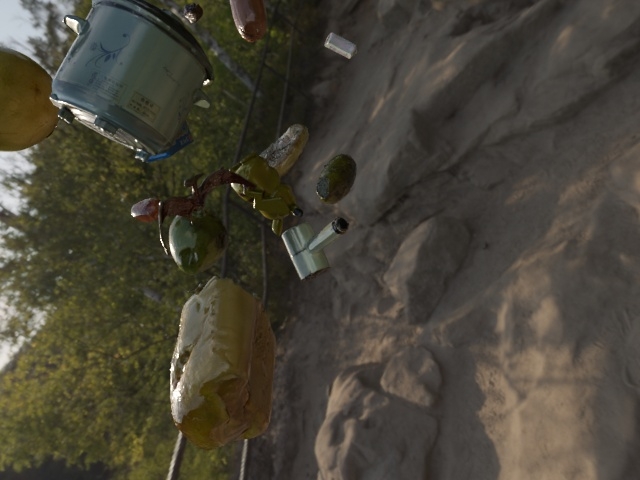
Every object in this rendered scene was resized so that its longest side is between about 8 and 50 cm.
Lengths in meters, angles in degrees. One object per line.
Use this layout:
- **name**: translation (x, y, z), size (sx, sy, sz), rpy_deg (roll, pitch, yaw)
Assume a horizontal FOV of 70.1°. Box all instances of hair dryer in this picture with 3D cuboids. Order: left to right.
- **hair dryer**: translation (0.000, 0.000, 1.654), size (0.128, 0.203, 0.362), rpy_deg (-17, -13, -35)

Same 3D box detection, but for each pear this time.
- **pear**: translation (-1.034, -0.453, 1.472), size (0.348, 0.348, 0.348), rpy_deg (-50, 15, 19)

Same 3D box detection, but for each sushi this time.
- **sushi**: translation (-0.361, -0.645, 1.286), size (0.099, 0.047, 0.050), rpy_deg (19, 75, 53)

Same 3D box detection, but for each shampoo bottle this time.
- **shampoo bottle**: translation (0.067, -0.602, 1.414), size (0.072, 0.099, 0.043), rpy_deg (-128, 60, -74)

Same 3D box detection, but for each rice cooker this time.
- **rice cooker**: translation (-0.375, -0.338, 0.932), size (0.316, 0.317, 0.264), rpy_deg (-58, 20, -9)

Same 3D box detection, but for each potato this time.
- **potato**: translation (0.067, -0.241, 1.795), size (0.113, 0.149, 0.251), rpy_deg (-1, 43, 33)

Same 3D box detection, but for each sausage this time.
- **sausage**: translation (-0.661, -0.114, 1.747), size (0.179, 0.089, 0.089), rpy_deg (-9, 44, 41)
- **sausage**: translation (-0.258, -0.850, 1.595), size (0.121, 0.121, 0.303), rpy_deg (-28, 72, 61)

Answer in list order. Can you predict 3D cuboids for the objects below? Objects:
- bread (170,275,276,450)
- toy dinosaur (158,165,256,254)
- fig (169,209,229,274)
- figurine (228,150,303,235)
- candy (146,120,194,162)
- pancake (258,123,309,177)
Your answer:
- **bread**: translation (-0.277, 0.346, 1.234), size (0.251, 0.360, 0.394), rpy_deg (-8, 44, 7)
- **toy dinosaur**: translation (-0.345, -0.109, 1.367), size (0.327, 0.113, 0.206), rpy_deg (-28, -27, -55)
- **fig**: translation (-0.419, 0.009, 1.581), size (0.207, 0.208, 0.229), rpy_deg (-178, 87, -73)
- **figurine**: translation (-0.200, -0.183, 1.745), size (0.218, 0.327, 0.169), rpy_deg (-18, 38, 51)
- **candy**: translation (-0.488, -0.394, 1.302), size (0.100, 0.305, 0.157), rpy_deg (-6, 27, 17)
- **pancake**: translation (-0.202, -0.391, 2.096), size (0.387, 0.082, 0.386), rpy_deg (-34, 28, 22)
